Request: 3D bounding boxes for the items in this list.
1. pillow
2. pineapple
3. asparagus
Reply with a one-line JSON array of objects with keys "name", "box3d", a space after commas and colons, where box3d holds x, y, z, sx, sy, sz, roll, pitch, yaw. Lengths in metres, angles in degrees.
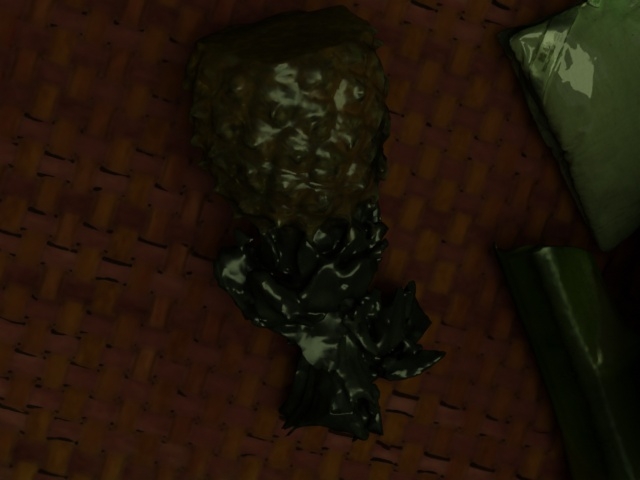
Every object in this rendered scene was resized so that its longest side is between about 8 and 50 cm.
[{"name": "pillow", "box3d": [0.229, -0.107, 0.830, 0.229, 0.050, 0.148, -28, 112, -9]}, {"name": "pineapple", "box3d": [0.000, 0.000, 0.760, 0.119, 0.111, 0.237, -2, 112, 17]}, {"name": "asparagus", "box3d": [0.175, 0.117, 0.848, 0.067, 0.060, 0.278, -17, 104, 9]}]
